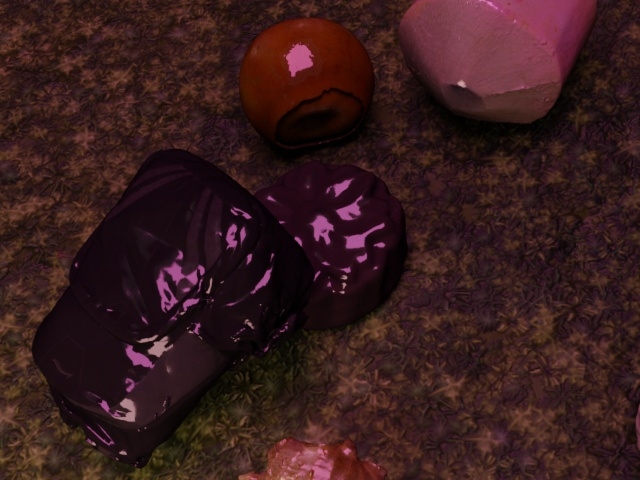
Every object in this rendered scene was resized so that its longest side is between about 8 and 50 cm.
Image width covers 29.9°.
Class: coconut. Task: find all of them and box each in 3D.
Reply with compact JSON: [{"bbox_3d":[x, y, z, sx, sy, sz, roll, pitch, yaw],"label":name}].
[{"bbox_3d":[0.296,-0.345,2.034,0.297,0.297,0.309,23,61,24],"label":"coconut"}]

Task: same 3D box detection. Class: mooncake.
[{"bbox_3d":[0.000,0.000,1.933,0.282,0.141,0.283,-7,55,10],"label":"mooncake"}]

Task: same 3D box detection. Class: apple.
[{"bbox_3d":[-0.026,-0.266,2.080,0.236,0.237,0.208,-5,72,8],"label":"apple"}]

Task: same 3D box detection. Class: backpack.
[{"bbox_3d":[-0.239,0.110,1.803,0.446,0.255,0.363,-49,54,-4],"label":"backpack"}]

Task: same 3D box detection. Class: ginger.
[{"bbox_3d":[-0.012,0.355,1.714,0.216,0.102,0.157,8,84,10],"label":"ginger"}]

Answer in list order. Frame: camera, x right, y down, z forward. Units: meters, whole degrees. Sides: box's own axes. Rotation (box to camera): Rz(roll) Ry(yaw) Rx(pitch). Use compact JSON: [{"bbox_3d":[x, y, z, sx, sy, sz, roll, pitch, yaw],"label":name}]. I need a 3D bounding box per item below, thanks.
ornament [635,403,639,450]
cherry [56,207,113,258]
[{"bbox_3d":[0.553,0.242,1.588,0.225,0.259,0.259,25,64,30],"label":"ornament"},{"bbox_3d":[-0.331,-0.025,2.031,0.188,0.115,0.148,2,75,18],"label":"cherry"}]
